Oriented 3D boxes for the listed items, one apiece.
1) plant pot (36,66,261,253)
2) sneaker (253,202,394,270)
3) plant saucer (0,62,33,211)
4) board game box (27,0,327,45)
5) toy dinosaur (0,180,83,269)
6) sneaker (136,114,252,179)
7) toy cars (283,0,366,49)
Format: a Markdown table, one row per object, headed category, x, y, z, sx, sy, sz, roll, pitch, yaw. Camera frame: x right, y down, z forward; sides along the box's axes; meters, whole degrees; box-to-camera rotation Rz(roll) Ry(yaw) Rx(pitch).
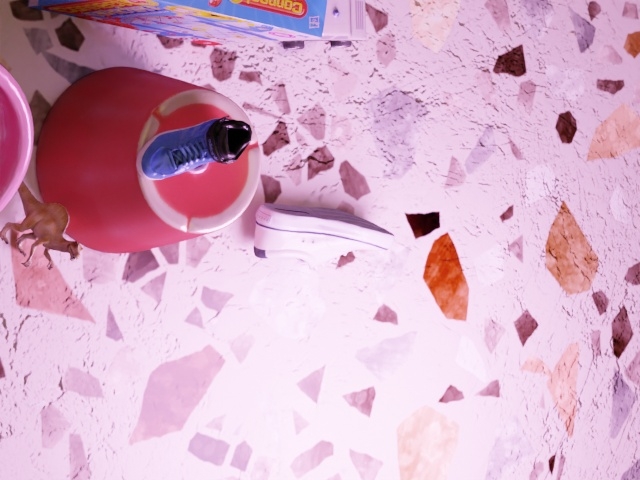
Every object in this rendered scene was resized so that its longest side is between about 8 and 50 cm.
| category | x | y | z | sx | sy | sz | roll | pitch | yaw |
| --- | --- | --- | --- | --- | --- | --- | --- | --- | --- |
| plant pot | -0.227 | -0.112 | 1.844 | 0.275 | 0.243 | 0.275 | -2 | 94 | -35 |
| sneaker | 0.000 | 0.000 | 2.120 | 0.258 | 0.094 | 0.091 | 8 | 107 | -31 |
| plant saucer | -0.530 | -0.123 | 1.653 | 0.332 | 0.084 | 0.332 | -21 | 137 | -21 |
| board game box | -0.199 | -0.340 | 1.808 | 0.302 | 0.308 | 0.086 | 6 | 91 | -35 |
| toy dinosaur | -0.395 | -0.022 | 1.835 | 0.092 | 0.183 | 0.053 | -41 | 161 | 2 |
| sneaker | -0.157 | -0.119 | 1.691 | 0.152 | 0.084 | 0.058 | -23 | 106 | -32 |
| toy cars | -0.057 | -0.418 | 2.038 | 0.393 | 0.087 | 0.176 | 42 | 70 | -30 |
